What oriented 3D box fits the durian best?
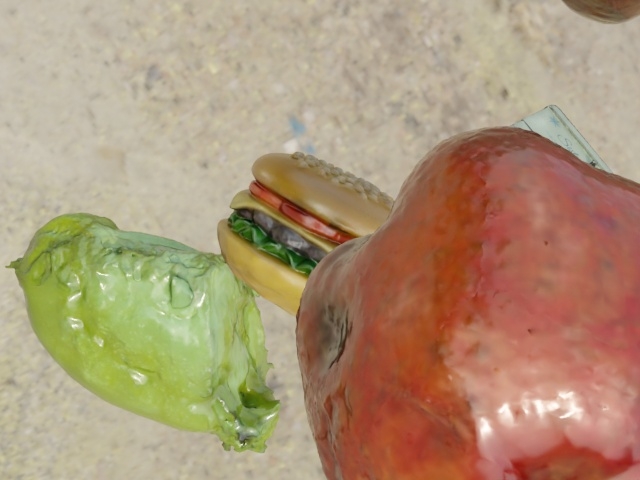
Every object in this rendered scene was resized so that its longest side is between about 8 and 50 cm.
[{"bbox_3d":[-0.194,0.092,1.528,0.340,0.255,0.204,16,42,9],"label":"durian"}]

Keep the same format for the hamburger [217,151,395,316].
[{"bbox_3d":[0.000,0.000,1.025,0.162,0.115,0.162,28,8,-4],"label":"hamburger"}]

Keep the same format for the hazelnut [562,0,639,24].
[{"bbox_3d":[0.361,-0.352,1.582,0.178,0.178,0.204,59,4,-6],"label":"hazelnut"}]

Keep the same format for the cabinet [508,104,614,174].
[{"bbox_3d":[0.169,-0.009,1.196,0.145,0.150,0.206,52,39,9],"label":"cabinet"}]

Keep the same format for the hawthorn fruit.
[{"bbox_3d":[0.087,0.079,0.593,0.207,0.207,0.243,40,30,-31],"label":"hawthorn fruit"}]
